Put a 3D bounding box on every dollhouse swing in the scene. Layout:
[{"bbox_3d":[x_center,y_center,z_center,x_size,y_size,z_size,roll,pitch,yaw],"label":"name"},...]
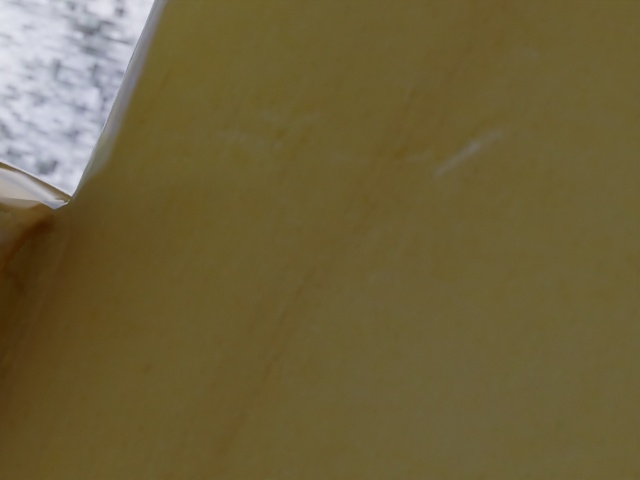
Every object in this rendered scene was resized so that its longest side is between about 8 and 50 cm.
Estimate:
[{"bbox_3d":[0.118,0.051,0.417,0.305,0.346,0.315,-61,-22,-7],"label":"dollhouse swing"}]
